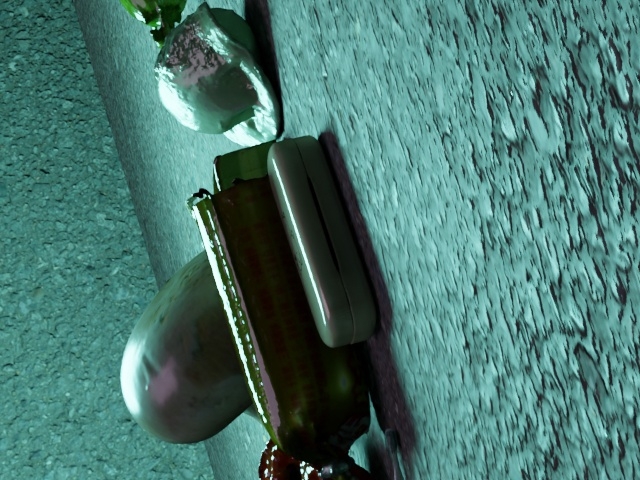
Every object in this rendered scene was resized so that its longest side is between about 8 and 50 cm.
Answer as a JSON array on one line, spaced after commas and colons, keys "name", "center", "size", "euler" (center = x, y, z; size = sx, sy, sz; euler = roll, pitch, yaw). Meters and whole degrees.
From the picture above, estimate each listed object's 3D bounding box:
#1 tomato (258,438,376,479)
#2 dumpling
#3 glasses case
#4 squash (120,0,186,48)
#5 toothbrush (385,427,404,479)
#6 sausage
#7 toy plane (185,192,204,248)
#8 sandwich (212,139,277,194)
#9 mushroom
[{"name": "tomato", "center": [0.017, 0.297, 1.840], "size": [0.228, 0.101, 0.228], "euler": [169, 90, -70]}, {"name": "dumpling", "center": [-0.112, -0.159, 1.864], "size": [0.219, 0.108, 0.152], "euler": [97, 156, -71]}, {"name": "glasses case", "center": [0.000, 0.000, 1.635], "size": [0.083, 0.050, 0.196], "euler": [94, 159, -68]}, {"name": "squash", "center": [-0.232, -0.388, 2.239], "size": [0.101, 0.101, 0.378], "euler": [92, 159, -60]}, {"name": "toothbrush", "center": [0.077, 0.246, 1.676], "size": [0.017, 0.014, 0.162], "euler": [-79, -21, -67]}, {"name": "sausage", "center": [-0.027, 0.087, 1.720], "size": [0.125, 0.117, 0.317], "euler": [10, -121, -65]}, {"name": "toy plane", "center": [-0.102, 0.063, 2.193], "size": [0.242, 0.104, 0.256], "euler": [58, 161, 7]}, {"name": "sandwich", "center": [-0.079, -0.072, 1.904], "size": [0.116, 0.074, 0.074], "euler": [-134, 28, -72]}, {"name": "mushroom", "center": [-0.078, 0.124, 1.899], "size": [0.243, 0.243, 0.243], "euler": [165, 90, -80]}]
